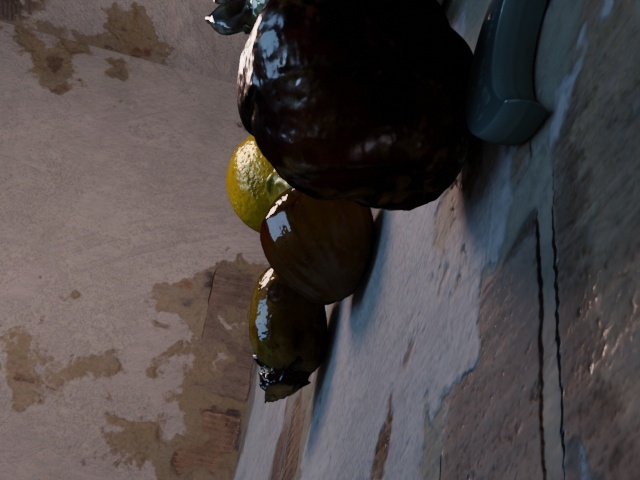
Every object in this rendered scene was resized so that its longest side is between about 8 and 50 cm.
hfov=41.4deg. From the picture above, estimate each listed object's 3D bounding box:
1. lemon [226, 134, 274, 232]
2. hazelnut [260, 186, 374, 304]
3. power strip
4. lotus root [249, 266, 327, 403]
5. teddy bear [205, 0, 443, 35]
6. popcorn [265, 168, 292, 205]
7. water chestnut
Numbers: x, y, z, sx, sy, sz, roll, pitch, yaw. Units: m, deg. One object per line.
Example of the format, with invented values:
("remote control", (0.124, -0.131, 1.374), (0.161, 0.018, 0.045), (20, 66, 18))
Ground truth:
("lemon", (-0.096, -0.144, 2.085), (0.293, 0.293, 0.293), (-166, 90, -84))
("hazelnut", (-0.008, 0.001, 1.409), (0.210, 0.186, 0.210), (-56, 10, 15))
("power strip", (0.179, -0.182, 0.792), (0.137, 0.044, 0.216), (117, 165, -67))
("lotus root", (-0.059, 0.147, 1.606), (0.169, 0.141, 0.314), (57, -151, -65))
("teddy bear", (0.029, -0.450, 1.269), (0.375, 0.362, 0.327), (109, 172, -49))
("popcorn", (0.000, -0.078, 1.644), (0.200, 0.203, 0.226), (-46, 65, 27))
("water chestnut", (0.044, -0.168, 0.902), (0.289, 0.289, 0.244), (-87, 19, -59))
